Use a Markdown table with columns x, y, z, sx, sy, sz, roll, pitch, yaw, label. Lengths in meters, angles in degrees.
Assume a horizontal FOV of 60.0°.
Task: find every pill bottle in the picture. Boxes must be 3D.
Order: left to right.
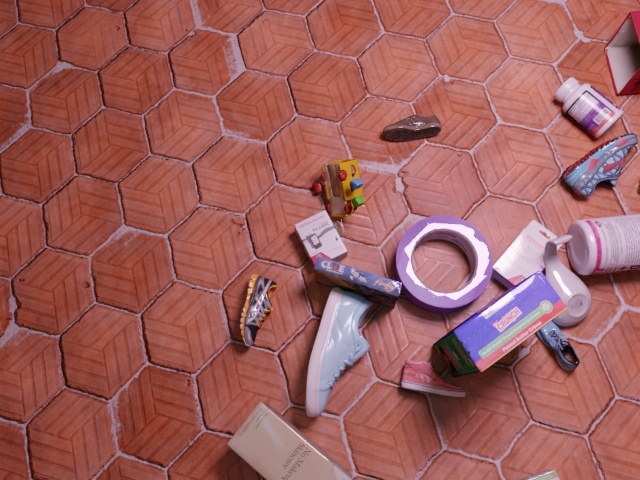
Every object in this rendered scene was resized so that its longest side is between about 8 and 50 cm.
| x | y | z | sx | sy | sz | roll | pitch | yaw | label |
| --- | --- | --- | --- | --- | --- | --- | --- | --- | --- |
| 0.834 | -0.420 | 1.735 | 0.108 | 0.108 | 0.193 | -40 | 75 | -9 | pill bottle |
| 0.868 | 0.008 | 1.569 | 0.283 | 0.160 | 0.160 | -6 | 72 | 2 | pill bottle |

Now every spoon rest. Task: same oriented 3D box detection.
| x | y | z | sx | sy | sz | roll | pitch | yaw | label |
| --- | --- | --- | --- | --- | --- | --- | --- | --- | --- |
| 0.684 | 0.113 | 1.553 | 0.137 | 0.084 | 0.276 | -20 | 105 | -8 | spoon rest |

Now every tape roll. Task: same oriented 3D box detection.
| x | y | z | sx | sy | sz | roll | pitch | yaw | label |
| --- | --- | --- | --- | --- | --- | --- | --- | --- | --- |
| 0.354 | 0.069 | 1.616 | 0.275 | 0.090 | 0.275 | -1 | 73 | 2 | tape roll |

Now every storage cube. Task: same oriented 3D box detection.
| x | y | z | sx | sy | sz | roll | pitch | yaw | label |
| --- | --- | --- | --- | --- | --- | --- | --- | --- | --- |
| 1.044 | -0.587 | 1.738 | 0.193 | 0.183 | 0.215 | -5 | 71 | 0 | storage cube |

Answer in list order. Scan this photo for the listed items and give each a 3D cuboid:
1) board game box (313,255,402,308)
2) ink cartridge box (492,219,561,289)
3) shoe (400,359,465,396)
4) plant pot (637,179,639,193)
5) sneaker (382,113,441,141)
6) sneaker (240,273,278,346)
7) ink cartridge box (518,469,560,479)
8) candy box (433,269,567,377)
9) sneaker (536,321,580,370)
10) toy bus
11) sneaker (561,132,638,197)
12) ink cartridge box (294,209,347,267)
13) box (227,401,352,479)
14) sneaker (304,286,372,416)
| x | y | z | sx | sy | sz | roll | pitch | yaw | label |
| --- | --- | --- | --- | --- | --- | --- | --- | --- | --- |
| 0.105 | 0.121 | 1.574 | 0.243 | 0.165 | 0.042 | 18 | 74 | 8 | board game box |
| 0.599 | 0.050 | 1.620 | 0.115 | 0.067 | 0.198 | 41 | 80 | 13 | ink cartridge box |
| 0.314 | 0.380 | 1.531 | 0.178 | 0.063 | 0.081 | 8 | 78 | 10 | shoe |
| 1.006 | -0.167 | 1.662 | 0.083 | 0.081 | 0.081 | 14 | 73 | 20 | plant pot |
| 0.290 | -0.366 | 1.781 | 0.188 | 0.066 | 0.071 | -4 | 55 | -3 | sneaker |
| -0.180 | 0.203 | 1.608 | 0.083 | 0.084 | 0.215 | 10 | 72 | 1 | sneaker |
| 0.566 | 0.731 | 1.413 | 0.171 | 0.056 | 0.235 | -19 | 70 | -3 | ink cartridge box |
| 0.451 | 0.229 | 1.439 | 0.268 | 0.317 | 0.122 | -33 | 73 | -7 | candy box |
| 0.666 | 0.281 | 1.538 | 0.063 | 0.073 | 0.162 | -33 | 74 | -7 | sneaker |
| 0.078 | -0.153 | 1.690 | 0.104 | 0.202 | 0.191 | -19 | 62 | -35 | toy bus |
| 0.866 | -0.224 | 1.692 | 0.262 | 0.104 | 0.125 | -34 | 91 | -3 | sneaker |
| 0.000 | 0.000 | 1.670 | 0.109 | 0.063 | 0.150 | -26 | 73 | -5 | ink cartridge box |
| -0.077 | 0.581 | 1.459 | 0.311 | 0.121 | 0.148 | 35 | 77 | 13 | box |
| 0.057 | 0.313 | 1.531 | 0.150 | 0.135 | 0.366 | 12 | 74 | 10 | sneaker |
